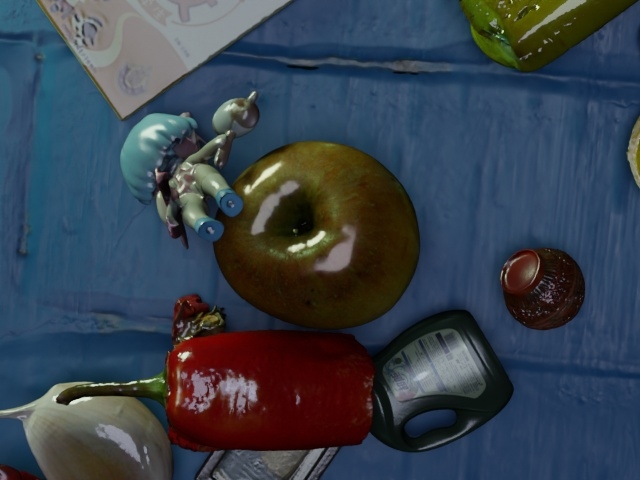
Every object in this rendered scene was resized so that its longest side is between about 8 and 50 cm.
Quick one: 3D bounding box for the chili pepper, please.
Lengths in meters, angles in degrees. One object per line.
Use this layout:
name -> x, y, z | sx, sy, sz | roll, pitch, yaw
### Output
chili pepper -> -0.111, 0.166, 1.788 | 0.338, 0.131, 0.135 | 4, 115, -18

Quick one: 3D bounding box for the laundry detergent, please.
laundry detergent -> 0.109, 0.185, 1.917 | 0.221, 0.078, 0.144 | -31, 93, 1

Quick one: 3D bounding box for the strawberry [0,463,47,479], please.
strawberry -> -0.366, 0.406, 1.931 | 0.150, 0.280, 0.253 | -26, 62, 42

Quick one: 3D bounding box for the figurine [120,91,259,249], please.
figurine -> -0.146, -0.089, 1.819 | 0.103, 0.260, 0.205 | 20, 102, -26

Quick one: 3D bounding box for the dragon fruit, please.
dragon fruit -> -0.135, 0.159, 1.940 | 0.092, 0.122, 0.192 | -7, 79, -24

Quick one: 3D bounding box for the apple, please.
apple -> 0.000, 0.000, 1.861 | 0.237, 0.207, 0.237 | -2, 80, 13

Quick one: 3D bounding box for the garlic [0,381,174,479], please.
garlic -> -0.273, 0.232, 1.921 | 0.266, 0.128, 0.148 | 48, 52, -1

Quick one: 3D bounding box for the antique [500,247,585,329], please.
antique -> 0.262, 0.057, 1.894 | 0.104, 0.104, 0.104 | 0, 96, 2

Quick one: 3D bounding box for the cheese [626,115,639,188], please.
cheese -> 0.430, -0.140, 1.884 | 0.156, 0.064, 0.250 | -8, 86, 2

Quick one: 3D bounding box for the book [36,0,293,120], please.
book -> -0.176, -0.308, 1.914 | 0.295, 0.020, 0.208 | -35, 93, 5

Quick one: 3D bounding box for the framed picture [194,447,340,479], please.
framed picture -> -0.055, 0.255, 1.963 | 0.128, 0.023, 0.168 | 34, 96, -1

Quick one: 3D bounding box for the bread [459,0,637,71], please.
bread -> 0.330, -0.343, 1.832 | 0.383, 0.112, 0.166 | -35, 73, 11
